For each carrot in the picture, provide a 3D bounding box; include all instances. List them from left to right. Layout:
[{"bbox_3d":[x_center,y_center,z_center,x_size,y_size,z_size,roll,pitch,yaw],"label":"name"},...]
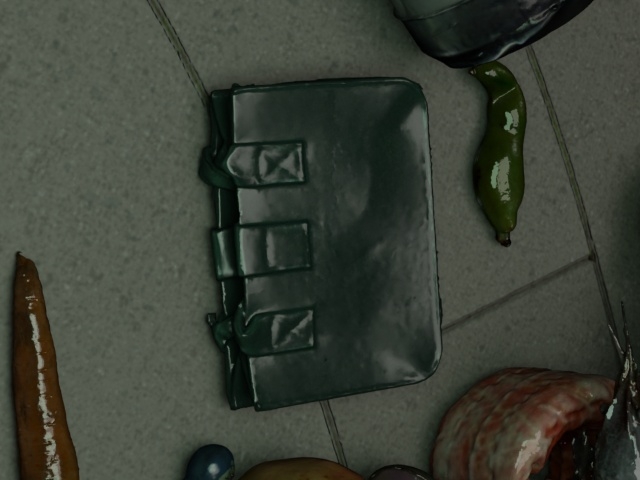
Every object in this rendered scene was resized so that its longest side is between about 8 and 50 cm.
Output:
[{"bbox_3d":[-0.261,0.121,1.339,0.057,0.057,0.224,-6,92,-30],"label":"carrot"}]

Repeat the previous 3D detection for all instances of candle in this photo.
[{"bbox_3d":[0.124,-0.353,1.452,0.221,0.221,0.342,-43,110,-22],"label":"candle"}]

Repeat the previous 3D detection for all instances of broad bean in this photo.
[{"bbox_3d":[0.200,-0.098,1.603,0.070,0.048,0.213,-10,96,-30],"label":"broad bean"}]

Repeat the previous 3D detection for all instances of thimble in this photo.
[{"bbox_3d":[0.243,0.257,1.582,0.239,0.162,0.239,-3,96,-33],"label":"thimble"}]

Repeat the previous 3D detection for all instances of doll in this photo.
[{"bbox_3d":[-0.115,0.240,1.423,0.050,0.076,0.083,29,82,8],"label":"doll"}]

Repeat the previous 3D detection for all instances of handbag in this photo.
[{"bbox_3d":[0.001,0.000,1.468,0.238,0.089,0.326,-6,96,-30],"label":"handbag"}]

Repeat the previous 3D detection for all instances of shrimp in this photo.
[{"bbox_3d":[0.337,0.220,1.475,0.145,0.116,0.343,-13,107,-33],"label":"shrimp"}]

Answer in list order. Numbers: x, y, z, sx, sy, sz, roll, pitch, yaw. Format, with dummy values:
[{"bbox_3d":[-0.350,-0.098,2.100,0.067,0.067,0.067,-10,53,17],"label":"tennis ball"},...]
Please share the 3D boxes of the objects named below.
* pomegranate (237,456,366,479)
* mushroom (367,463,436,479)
[{"bbox_3d":[-0.019,0.298,1.397,0.191,0.191,0.191,-1,93,-31],"label":"pomegranate"},{"bbox_3d":[0.082,0.330,1.515,0.117,0.141,0.188,24,84,-64],"label":"mushroom"}]
